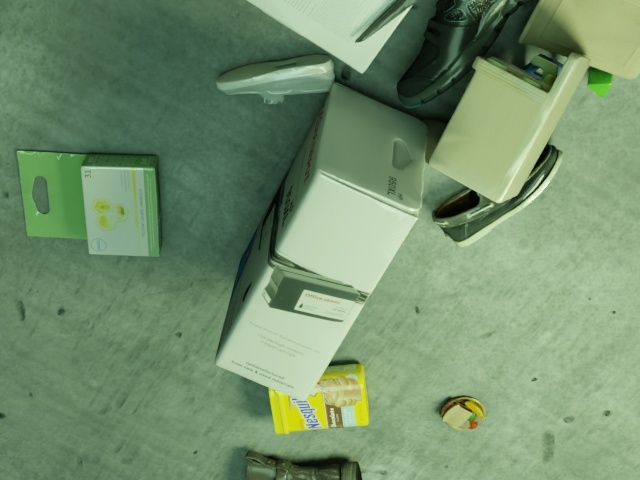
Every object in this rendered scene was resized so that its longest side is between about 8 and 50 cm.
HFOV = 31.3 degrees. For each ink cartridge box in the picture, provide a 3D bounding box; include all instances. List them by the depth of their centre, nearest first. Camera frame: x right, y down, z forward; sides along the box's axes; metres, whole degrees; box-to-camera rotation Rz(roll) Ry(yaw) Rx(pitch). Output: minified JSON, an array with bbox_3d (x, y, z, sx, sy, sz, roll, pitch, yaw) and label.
[{"bbox_3d":[0.000,0.000,1.760,0.166,0.285,0.395,23,123,-10],"label":"ink cartridge box"},{"bbox_3d":[-0.384,-0.061,1.896,0.235,0.056,0.171,2,121,0],"label":"ink cartridge box"}]

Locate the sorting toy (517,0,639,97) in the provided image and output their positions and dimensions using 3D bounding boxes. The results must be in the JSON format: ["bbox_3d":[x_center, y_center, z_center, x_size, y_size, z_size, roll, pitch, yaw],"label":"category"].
[{"bbox_3d":[0.403,-0.321,1.639,0.196,0.047,0.347,16,153,-2],"label":"sorting toy"}]

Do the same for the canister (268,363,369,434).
[{"bbox_3d":[-0.002,0.284,2.064,0.170,0.073,0.126,-5,120,4],"label":"canister"}]

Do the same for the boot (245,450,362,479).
[{"bbox_3d":[-0.033,0.512,2.199,0.229,0.091,0.263,-1,116,10],"label":"boot"}]

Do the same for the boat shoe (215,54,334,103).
[{"bbox_3d":[-0.068,-0.243,1.774,0.184,0.066,0.063,-12,118,-2],"label":"boat shoe"}]

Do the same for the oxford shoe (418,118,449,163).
[{"bbox_3d":[0.229,-0.153,1.807,0.212,0.076,0.076,14,119,13],"label":"oxford shoe"}]

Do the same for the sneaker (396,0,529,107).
[{"bbox_3d":[0.214,-0.344,1.681,0.140,0.125,0.341,40,109,-2],"label":"sneaker"}]

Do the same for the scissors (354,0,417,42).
[{"bbox_3d":[0.160,-0.380,1.600,0.297,0.021,0.109,-22,114,18],"label":"scissors"}]

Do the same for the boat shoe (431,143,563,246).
[{"bbox_3d":[0.284,-0.081,1.833,0.233,0.084,0.079,-37,112,24],"label":"boat shoe"}]

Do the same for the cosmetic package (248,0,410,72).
[{"bbox_3d":[0.047,-0.468,1.614,0.284,0.097,0.377,30,117,-16],"label":"cosmetic package"}]

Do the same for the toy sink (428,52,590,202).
[{"bbox_3d":[0.272,-0.190,1.663,0.131,0.153,0.234,31,106,13],"label":"toy sink"}]

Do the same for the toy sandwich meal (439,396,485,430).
[{"bbox_3d":[0.262,0.321,2.096,0.086,0.029,0.085,1,120,2],"label":"toy sandwich meal"}]
